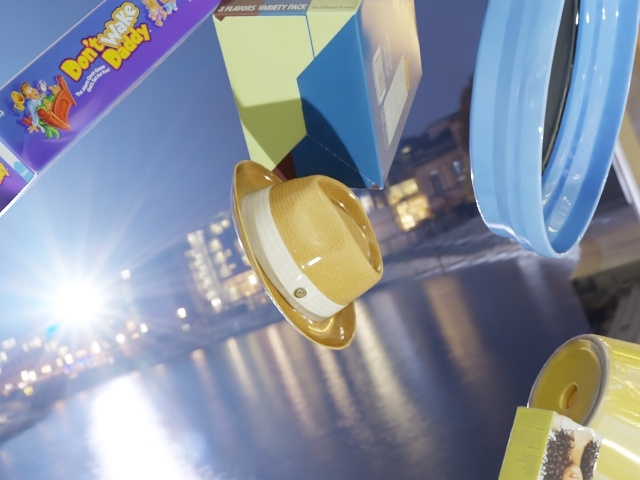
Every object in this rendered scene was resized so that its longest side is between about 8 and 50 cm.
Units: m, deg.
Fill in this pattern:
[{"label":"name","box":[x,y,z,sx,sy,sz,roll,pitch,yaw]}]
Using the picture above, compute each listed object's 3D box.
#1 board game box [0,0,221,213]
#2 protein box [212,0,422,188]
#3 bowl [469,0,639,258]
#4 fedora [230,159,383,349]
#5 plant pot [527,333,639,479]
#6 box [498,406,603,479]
[{"label":"board game box","box":[-0.242,-0.174,1.056,0.347,0.078,0.233,-52,15,-31]},{"label":"protein box","box":[0.009,-0.191,0.993,0.136,0.199,0.201,3,43,17]},{"label":"bowl","box":[0.247,-0.179,1.021,0.077,0.391,0.391,13,13,25]},{"label":"fedora","box":[0.000,0.000,0.883,0.079,0.194,0.194,-28,-5,19]},{"label":"plant pot","box":[0.402,0.235,1.254,0.239,0.254,0.254,25,-17,-14]},{"label":"box","box":[0.219,0.296,1.031,0.087,0.232,0.058,26,-15,-30]}]
